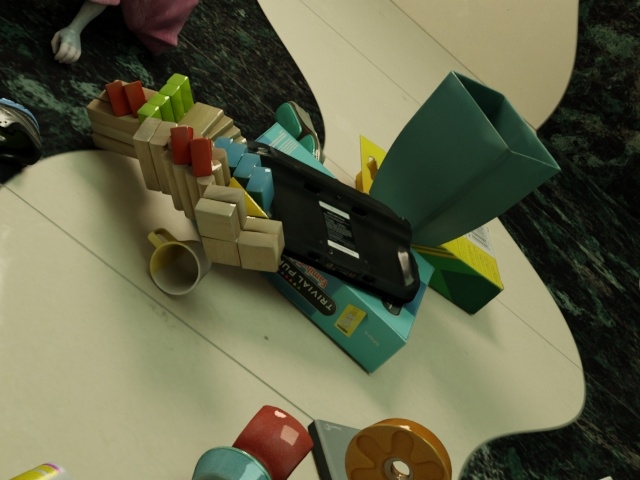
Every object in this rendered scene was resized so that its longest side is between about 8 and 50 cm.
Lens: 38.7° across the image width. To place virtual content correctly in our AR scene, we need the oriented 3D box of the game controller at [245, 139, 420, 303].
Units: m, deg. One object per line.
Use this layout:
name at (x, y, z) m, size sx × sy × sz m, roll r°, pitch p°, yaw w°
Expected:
game controller at (0.011, -0.021, 1.216) m, size 0.319 × 0.067 × 0.166 m, roll 24°, pitch 47°, yaw -35°

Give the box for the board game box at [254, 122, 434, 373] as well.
board game box at (0.000, 0.000, 1.311) m, size 0.336 × 0.079 × 0.254 m, roll 43°, pitch 26°, yaw -3°

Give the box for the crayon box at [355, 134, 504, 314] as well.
crayon box at (0.169, -0.030, 1.599) m, size 0.319 × 0.081 × 0.202 m, roll 35°, pitch 28°, yaw -21°

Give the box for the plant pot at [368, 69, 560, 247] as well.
plant pot at (0.200, -0.105, 1.394) m, size 0.165 × 0.234 × 0.165 m, roll 9°, pitch 44°, yaw -51°

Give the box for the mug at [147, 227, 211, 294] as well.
mug at (-0.160, 0.019, 1.067) m, size 0.064 × 0.062 × 0.078 m, roll -34°, pitch 112°, yaw -72°

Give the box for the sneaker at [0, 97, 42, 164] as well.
sneaker at (-0.373, -0.123, 0.962) m, size 0.188 × 0.067 × 0.078 m, roll 14°, pitch 33°, yaw -51°

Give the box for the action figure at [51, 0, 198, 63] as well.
action figure at (-0.288, -0.407, 1.304) m, size 0.248 × 0.276 × 0.370 m, roll 58°, pitch 14°, yaw 14°

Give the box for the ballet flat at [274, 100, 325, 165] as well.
ballet flat at (-0.023, -0.155, 1.519) m, size 0.068 × 0.072 × 0.213 m, roll 29°, pitch 29°, yaw -37°

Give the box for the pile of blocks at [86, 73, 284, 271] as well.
pile of blocks at (-0.145, -0.114, 1.070) m, size 0.149 × 0.112 × 0.362 m, roll -32°, pitch 54°, yaw -22°

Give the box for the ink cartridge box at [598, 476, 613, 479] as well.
ink cartridge box at (0.393, 0.439, 1.221) m, size 0.159 × 0.092 × 0.217 m, roll 7°, pitch 42°, yaw -52°

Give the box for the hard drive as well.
hard drive at (0.040, 0.271, 1.032) m, size 0.094 × 0.022 × 0.135 m, roll 22°, pitch 33°, yaw -38°

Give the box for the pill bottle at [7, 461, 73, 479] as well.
pill bottle at (-0.233, 0.205, 0.706) m, size 0.043 × 0.043 × 0.083 m, roll 51°, pitch 26°, yaw 13°

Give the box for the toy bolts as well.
toy bolts at (-0.016, 0.249, 0.809) m, size 0.229 × 0.218 × 0.158 m, roll 31°, pitch 29°, yaw 15°
